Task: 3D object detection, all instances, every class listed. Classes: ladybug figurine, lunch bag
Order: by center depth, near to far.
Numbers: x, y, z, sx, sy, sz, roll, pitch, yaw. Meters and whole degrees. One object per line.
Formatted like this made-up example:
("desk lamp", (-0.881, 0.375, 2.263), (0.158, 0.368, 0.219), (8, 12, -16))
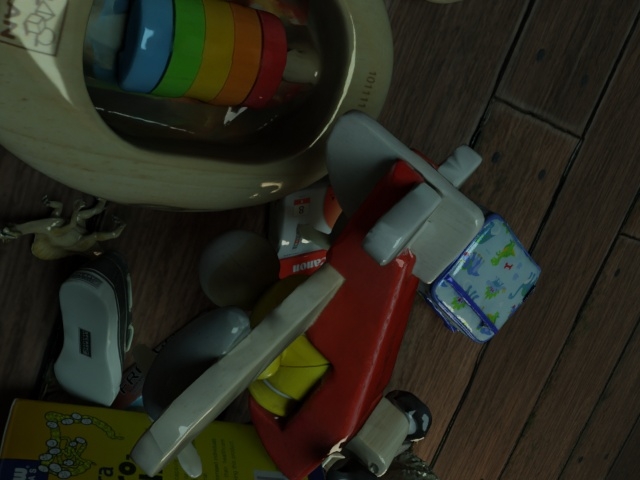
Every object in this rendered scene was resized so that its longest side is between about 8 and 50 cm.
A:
("ladybug figurine", (-0.131, -0.185, 0.653), (0.449, 0.162, 0.305), (6, 110, -40))
("lunch bag", (0.247, 0.057, 1.128), (0.176, 0.090, 0.219), (-48, 132, -3))

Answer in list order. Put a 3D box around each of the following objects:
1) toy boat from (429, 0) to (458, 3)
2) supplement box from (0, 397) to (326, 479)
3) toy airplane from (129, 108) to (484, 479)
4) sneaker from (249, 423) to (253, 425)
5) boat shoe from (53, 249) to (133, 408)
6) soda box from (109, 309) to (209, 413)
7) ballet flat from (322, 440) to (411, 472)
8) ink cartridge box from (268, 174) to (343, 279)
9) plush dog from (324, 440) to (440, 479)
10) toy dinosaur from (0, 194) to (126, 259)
("toy boat", (0.194, -0.381, 0.838), (0.231, 0.151, 0.151), (-21, 94, -28))
("supplement box", (-0.182, 0.329, 0.778), (0.356, 0.195, 0.194), (12, 117, -20))
("toy airplane", (-0.005, 0.048, 0.683), (0.384, 0.272, 0.386), (-62, 158, -8))
("sneaker", (-0.118, 0.381, 0.991), (0.087, 0.128, 0.221), (27, 95, -43))
("boat shoe", (-0.240, 0.106, 0.777), (0.070, 0.077, 0.219), (-58, 171, -50))
("soda box", (-0.190, 0.172, 0.872), (0.183, 0.058, 0.063), (-38, 130, -16))
("ballet flat", (0.020, 0.289, 1.015), (0.316, 0.107, 0.106), (32, 84, -46))
("ink cartridge box", (0.000, 0.000, 0.937), (0.145, 0.045, 0.179), (-13, 118, -32))
("plush dog", (0.162, 0.448, 1.176), (0.210, 0.225, 0.262), (-38, 131, -15))
("toy dinosaur", (-0.255, -0.006, 0.744), (0.092, 0.053, 0.183), (-40, 147, 10))
